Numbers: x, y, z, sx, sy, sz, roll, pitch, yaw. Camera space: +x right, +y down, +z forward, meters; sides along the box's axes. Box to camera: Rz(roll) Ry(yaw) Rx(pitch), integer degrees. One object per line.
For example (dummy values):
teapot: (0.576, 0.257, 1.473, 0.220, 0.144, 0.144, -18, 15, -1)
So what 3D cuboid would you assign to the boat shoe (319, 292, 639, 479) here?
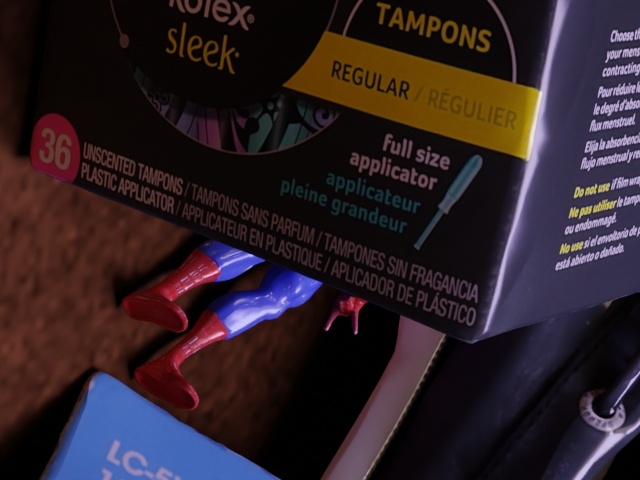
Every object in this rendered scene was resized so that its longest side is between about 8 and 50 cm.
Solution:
boat shoe: (0.056, 0.110, 0.494, 0.340, 0.113, 0.127, -64, 152, -2)

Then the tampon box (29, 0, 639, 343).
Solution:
tampon box: (0.026, -0.079, 0.359, 0.101, 0.120, 0.161, -12, 116, -52)

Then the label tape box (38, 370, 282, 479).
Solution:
label tape box: (0.019, 0.177, 0.287, 0.106, 0.241, 0.333, -48, -165, 46)

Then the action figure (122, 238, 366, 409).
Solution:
action figure: (0.000, 0.000, 0.449, 0.115, 0.030, 0.038, -39, 132, -39)
